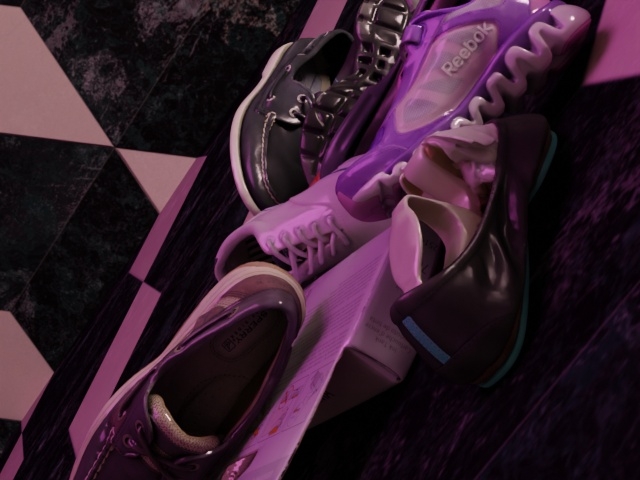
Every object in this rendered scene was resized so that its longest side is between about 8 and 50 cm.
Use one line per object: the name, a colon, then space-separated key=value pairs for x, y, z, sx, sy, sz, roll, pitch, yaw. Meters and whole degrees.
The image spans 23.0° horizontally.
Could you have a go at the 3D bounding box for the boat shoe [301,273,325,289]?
boat shoe: x=-0.055 y=0.087 z=1.551 sx=0.206 sy=0.065 sz=0.075 roll=-55 pitch=11 yaw=20

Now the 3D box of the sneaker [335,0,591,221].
sneaker: x=0.090 y=-0.115 z=1.186 sx=0.236 sy=0.104 sz=0.095 roll=-44 pitch=-11 yaw=-9

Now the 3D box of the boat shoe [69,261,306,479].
boat shoe: x=-0.112 y=0.143 z=1.246 sx=0.285 sy=0.103 sz=0.092 roll=-51 pitch=6 yaw=5

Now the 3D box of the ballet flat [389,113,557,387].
ballet flat: x=0.101 y=-0.020 z=1.056 sx=0.095 sy=0.096 sz=0.280 roll=-53 pitch=11 yaw=34

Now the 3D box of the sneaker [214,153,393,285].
sneaker: x=0.000 y=0.000 z=1.373 sx=0.091 sy=0.094 sz=0.258 roll=-42 pitch=9 yaw=-36

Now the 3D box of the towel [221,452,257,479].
towel: x=-0.080 y=0.201 z=1.454 sx=0.110 sy=0.027 sz=0.148 roll=-60 pitch=11 yaw=-5

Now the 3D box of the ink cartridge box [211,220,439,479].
ink cartridge box: x=-0.009 y=0.123 z=1.257 sx=0.239 sy=0.060 sz=0.275 roll=-64 pitch=12 yaw=-25

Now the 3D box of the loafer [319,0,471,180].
loafer: x=0.116 y=-0.149 z=1.439 sx=0.303 sy=0.095 sz=0.109 roll=-57 pitch=-23 yaw=-11

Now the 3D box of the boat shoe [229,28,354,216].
boat shoe: x=-0.015 y=-0.149 z=1.912 sx=0.113 sy=0.127 sz=0.340 roll=-25 pitch=24 yaw=28

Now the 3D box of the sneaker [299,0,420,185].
sneaker: x=0.054 y=-0.149 z=1.722 sx=0.106 sy=0.101 sz=0.267 roll=94 pitch=-161 yaw=-62

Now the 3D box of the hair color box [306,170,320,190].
hair color box: x=0.041 y=-0.064 z=1.521 sx=0.141 sy=0.072 sz=0.043 roll=-55 pitch=10 yaw=10
